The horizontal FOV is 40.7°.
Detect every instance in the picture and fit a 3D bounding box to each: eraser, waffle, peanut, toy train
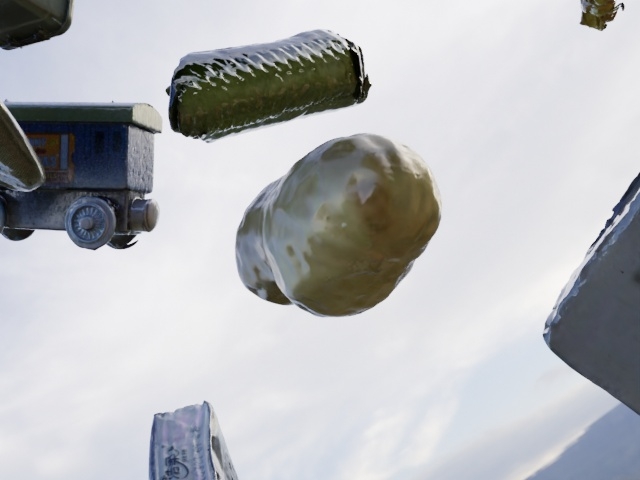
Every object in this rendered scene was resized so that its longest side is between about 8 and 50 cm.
[{"bbox_3d":[0.270,-0.052,0.512,0.352,0.111,0.077,-54,-11,1],"label":"eraser"},{"bbox_3d":[0.425,-0.472,1.301,0.068,0.302,0.325,0,-5,17],"label":"waffle"},{"bbox_3d":[0.000,0.000,0.792,0.147,0.148,0.319,-21,-2,-26],"label":"peanut"},{"bbox_3d":[-0.360,-0.091,1.166,0.299,0.202,0.131,3,1,11],"label":"toy train"}]

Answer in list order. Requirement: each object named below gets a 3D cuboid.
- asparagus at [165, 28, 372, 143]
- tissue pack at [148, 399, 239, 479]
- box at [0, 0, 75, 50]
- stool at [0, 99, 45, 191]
[{"bbox_3d":[-0.074,-0.191,1.051,0.382,0.128,0.108,-24,-37,-49],"label":"asparagus"},{"bbox_3d":[-0.158,0.456,1.306,0.122,0.259,0.361,-16,-58,-6],"label":"tissue pack"},{"bbox_3d":[-0.358,-0.323,1.009,0.124,0.172,0.093,-7,-16,28],"label":"box"},{"bbox_3d":[-0.484,-0.140,0.876,0.226,0.310,0.310,-44,-46,-21],"label":"stool"}]
